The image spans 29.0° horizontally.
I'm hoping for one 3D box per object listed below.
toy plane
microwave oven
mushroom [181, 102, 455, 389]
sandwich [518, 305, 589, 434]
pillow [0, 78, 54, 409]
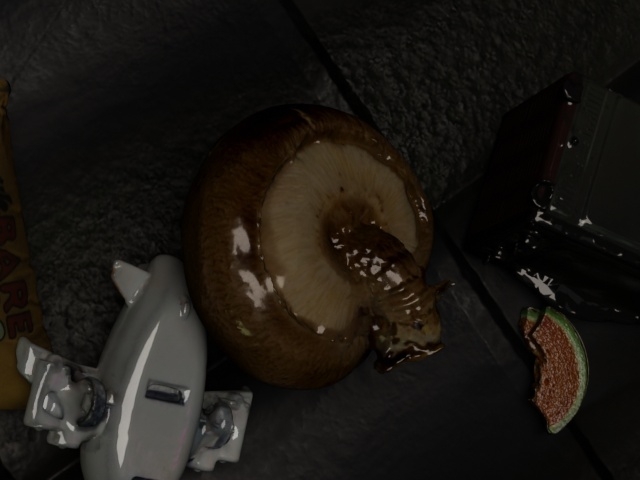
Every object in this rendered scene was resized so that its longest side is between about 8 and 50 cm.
[{"bbox_3d":[-0.165,0.132,1.144,0.245,0.117,0.244,1,88,-36],"label":"toy plane"},{"bbox_3d":[0.296,-0.029,1.251,0.247,0.178,0.188,23,71,-11],"label":"microwave oven"},{"bbox_3d":[-0.005,0.010,1.150,0.297,0.163,0.278,-33,86,-45],"label":"mushroom"},{"bbox_3d":[0.247,0.136,1.299,0.067,0.029,0.135,0,82,-14],"label":"sandwich"},{"bbox_3d":[-0.396,0.034,1.085,0.312,0.119,0.310,-13,90,-23],"label":"pillow"}]
